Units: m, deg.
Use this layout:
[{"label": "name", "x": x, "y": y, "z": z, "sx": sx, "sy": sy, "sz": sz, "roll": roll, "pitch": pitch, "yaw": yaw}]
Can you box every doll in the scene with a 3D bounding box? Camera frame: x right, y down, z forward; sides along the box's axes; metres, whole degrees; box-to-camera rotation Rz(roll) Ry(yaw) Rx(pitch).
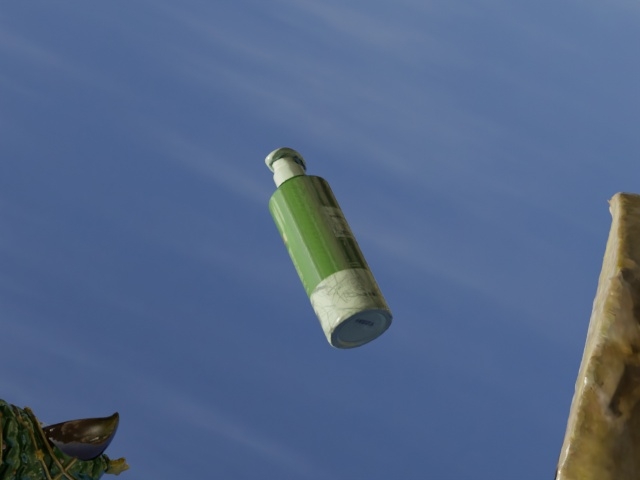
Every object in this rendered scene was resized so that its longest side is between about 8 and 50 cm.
[{"label": "doll", "x": -0.173, "y": 0.139, "z": 1.161, "sx": 0.113, "sy": 0.078, "sz": 0.077, "roll": 21, "pitch": -146, "yaw": -10}]

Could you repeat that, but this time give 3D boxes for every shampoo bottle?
[{"label": "shampoo bottle", "x": 0.000, "y": 0.000, "z": 1.701, "sx": 0.065, "sy": 0.065, "sz": 0.204, "roll": 1, "pitch": -131, "yaw": -34}]

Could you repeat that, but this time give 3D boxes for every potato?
[{"label": "potato", "x": 0.202, "y": 0.077, "z": 1.099, "sx": 0.120, "sy": 0.100, "sz": 0.261, "roll": 13, "pitch": -117, "yaw": 6}]
